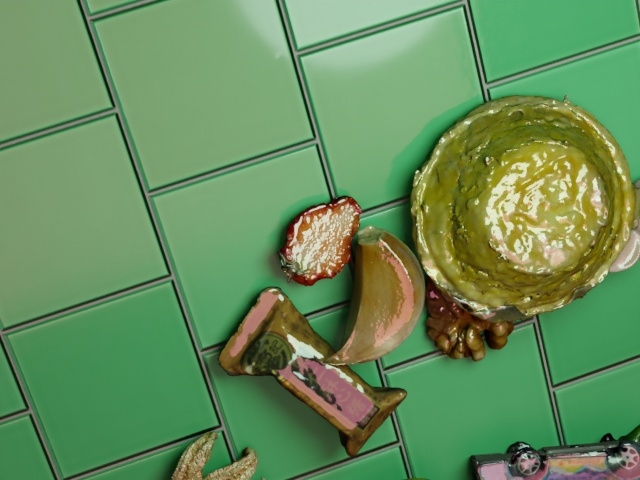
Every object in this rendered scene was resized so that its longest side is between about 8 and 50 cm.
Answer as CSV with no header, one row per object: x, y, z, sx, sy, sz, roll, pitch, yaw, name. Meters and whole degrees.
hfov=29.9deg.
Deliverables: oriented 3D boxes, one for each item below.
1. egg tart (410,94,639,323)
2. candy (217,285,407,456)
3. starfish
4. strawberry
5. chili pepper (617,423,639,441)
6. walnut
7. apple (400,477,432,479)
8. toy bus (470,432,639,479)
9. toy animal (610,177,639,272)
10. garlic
0.291,-0.044,1.670,0.341,0.132,0.341,0,92,-11,egg tart
-0.015,0.194,1.730,0.271,0.101,0.143,39,87,-15,candy
-0.189,0.395,1.773,0.238,0.071,0.216,-13,104,-2,starfish
-0.001,0.000,1.698,0.152,0.048,0.104,-45,105,-14,strawberry
0.460,0.429,1.899,0.076,0.085,0.359,33,85,-32,chili pepper
0.223,0.104,1.769,0.143,0.069,0.170,-26,114,-5,walnut
0.132,0.477,1.779,0.246,0.246,0.226,-27,103,-3,apple
0.391,0.372,1.833,0.316,0.112,0.138,-6,87,3,toy bus
0.492,-0.043,1.762,0.212,0.124,0.124,-29,111,4,toy animal
0.087,0.092,1.688,0.115,0.128,0.207,17,90,18,garlic
